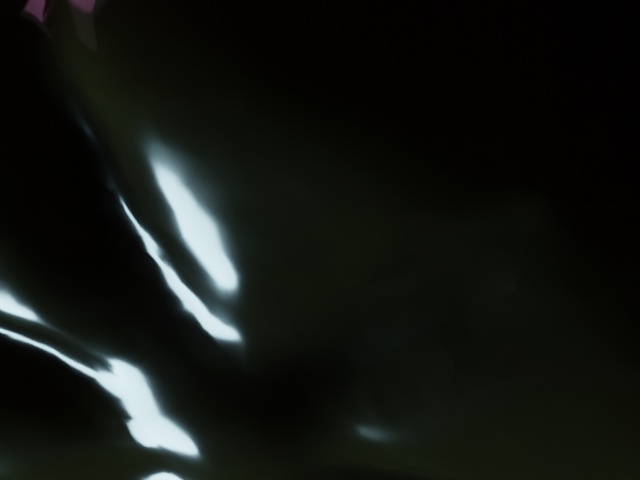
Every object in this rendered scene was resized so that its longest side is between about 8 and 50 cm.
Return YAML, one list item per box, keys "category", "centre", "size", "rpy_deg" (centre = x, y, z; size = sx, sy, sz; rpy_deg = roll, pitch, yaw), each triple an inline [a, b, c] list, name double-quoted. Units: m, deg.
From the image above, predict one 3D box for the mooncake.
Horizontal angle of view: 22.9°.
- category: "mooncake"
  centre: [0.000, 0.000, 0.697]
  size: [0.467, 0.467, 0.262]
  rpy_deg: [104, -173, -46]
